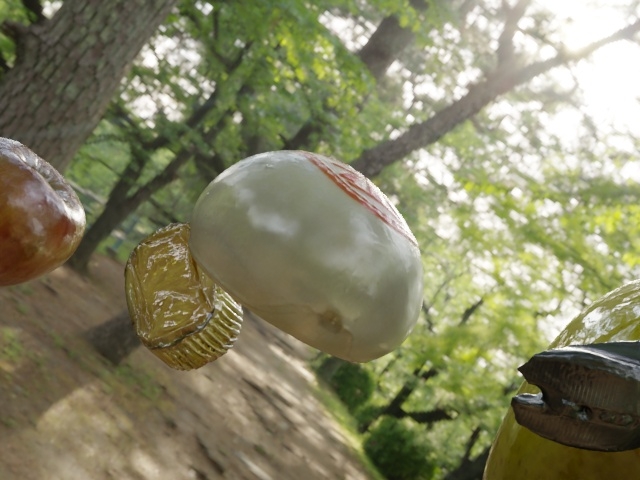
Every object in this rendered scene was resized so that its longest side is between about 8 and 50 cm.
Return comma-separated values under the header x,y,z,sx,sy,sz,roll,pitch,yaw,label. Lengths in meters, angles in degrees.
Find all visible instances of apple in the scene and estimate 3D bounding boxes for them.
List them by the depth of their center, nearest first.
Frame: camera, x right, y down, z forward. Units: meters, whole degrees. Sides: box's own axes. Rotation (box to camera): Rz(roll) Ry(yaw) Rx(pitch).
x,y,z,sx,sy,sz,roll,pitch,yaw,label
-0.250,-0.019,0.704,0.126,0.102,0.126,48,3,-3,apple

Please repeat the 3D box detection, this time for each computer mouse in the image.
x,y,z,sx,sy,sz,roll,pitch,yaw,label
0.195,0.107,0.604,0.135,0.079,0.047,7,22,-11,computer mouse

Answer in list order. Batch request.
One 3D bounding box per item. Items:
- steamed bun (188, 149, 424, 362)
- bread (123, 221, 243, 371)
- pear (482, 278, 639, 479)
x,y,z,sx,sy,sz,roll,pitch,yaw,label
0.000,0.000,0.831,0.232,0.145,0.232,32,6,-4,steamed bun
-0.176,0.076,1.171,0.114,0.132,0.190,53,14,-53,bread
0.344,0.198,0.775,0.362,0.418,0.362,59,-2,4,pear
